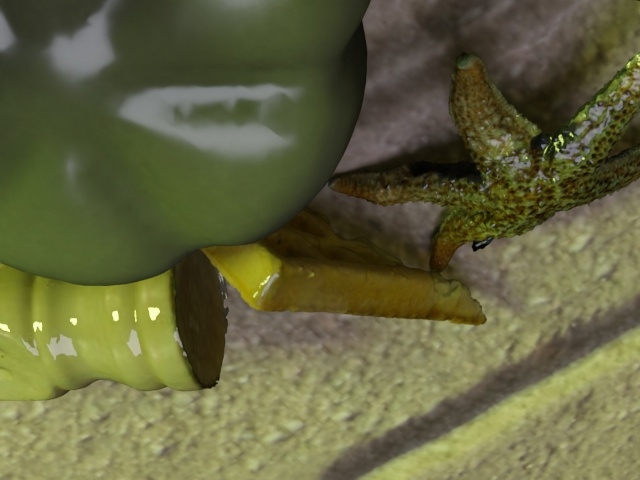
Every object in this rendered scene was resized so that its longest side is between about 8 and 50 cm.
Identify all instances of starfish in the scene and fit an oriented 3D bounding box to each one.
[{"bbox_3d":[0.101,-0.048,0.780,0.208,0.053,0.176,-26,143,21],"label":"starfish"}]

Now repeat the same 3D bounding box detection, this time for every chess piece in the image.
[{"bbox_3d":[-0.156,0.048,0.822,0.200,0.090,0.090,-8,133,12],"label":"chess piece"}]

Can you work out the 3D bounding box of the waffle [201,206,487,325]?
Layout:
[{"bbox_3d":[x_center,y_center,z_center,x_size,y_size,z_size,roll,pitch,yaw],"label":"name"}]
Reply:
[{"bbox_3d":[0.000,0.000,0.836,0.191,0.125,0.032,8,118,-52],"label":"waffle"}]

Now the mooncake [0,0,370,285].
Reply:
[{"bbox_3d":[-0.103,-0.098,0.662,0.275,0.135,0.275,-2,130,-3],"label":"mooncake"}]
